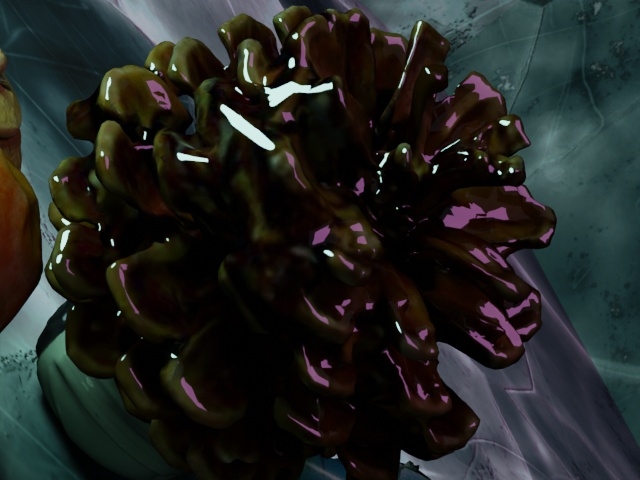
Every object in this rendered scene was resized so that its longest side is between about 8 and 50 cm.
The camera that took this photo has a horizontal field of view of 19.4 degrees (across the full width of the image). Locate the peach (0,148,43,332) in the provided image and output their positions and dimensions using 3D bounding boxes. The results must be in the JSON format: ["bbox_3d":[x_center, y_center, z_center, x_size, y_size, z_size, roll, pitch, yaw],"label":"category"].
[{"bbox_3d":[-0.310,-0.015,1.321,0.214,0.214,0.235,58,-10,19],"label":"peach"}]

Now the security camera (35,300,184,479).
[{"bbox_3d":[-0.132,0.111,1.642,0.191,0.197,0.277,56,24,9],"label":"security camera"}]

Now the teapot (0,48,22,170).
[{"bbox_3d":[-0.331,-0.117,1.583,0.203,0.167,0.311,34,23,-47],"label":"teapot"}]

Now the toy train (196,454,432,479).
[{"bbox_3d":[-0.017,0.251,1.593,0.298,0.120,0.194,34,62,-48],"label":"toy train"}]

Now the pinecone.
[{"bbox_3d":[0.000,0.000,1.438,0.398,0.397,0.398,47,16,-18],"label":"pinecone"}]
